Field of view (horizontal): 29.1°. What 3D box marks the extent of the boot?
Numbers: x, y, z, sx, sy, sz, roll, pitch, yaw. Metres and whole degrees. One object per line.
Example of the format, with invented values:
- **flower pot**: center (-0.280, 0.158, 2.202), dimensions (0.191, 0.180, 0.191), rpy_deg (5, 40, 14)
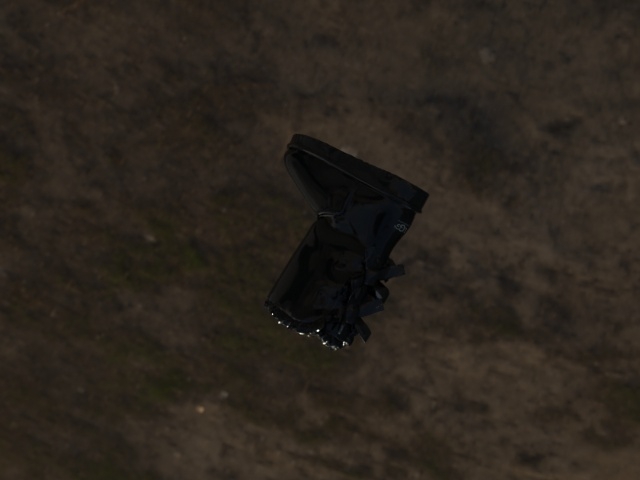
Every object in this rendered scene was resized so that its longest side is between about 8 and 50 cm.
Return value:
- **boot**: center (0.000, 0.000, 0.685), dimensions (0.045, 0.099, 0.121), rpy_deg (29, 180, -41)
